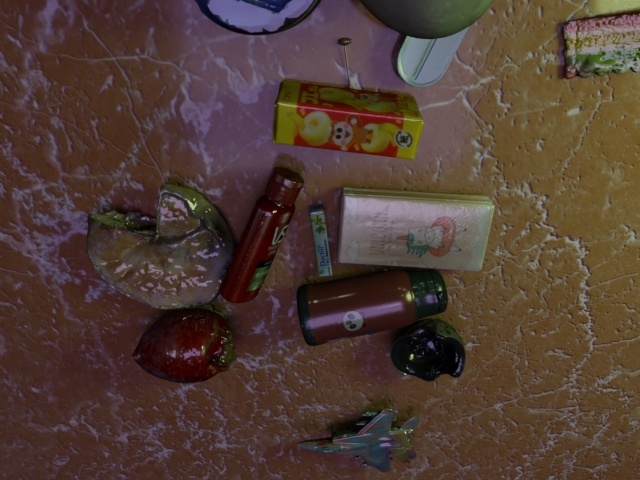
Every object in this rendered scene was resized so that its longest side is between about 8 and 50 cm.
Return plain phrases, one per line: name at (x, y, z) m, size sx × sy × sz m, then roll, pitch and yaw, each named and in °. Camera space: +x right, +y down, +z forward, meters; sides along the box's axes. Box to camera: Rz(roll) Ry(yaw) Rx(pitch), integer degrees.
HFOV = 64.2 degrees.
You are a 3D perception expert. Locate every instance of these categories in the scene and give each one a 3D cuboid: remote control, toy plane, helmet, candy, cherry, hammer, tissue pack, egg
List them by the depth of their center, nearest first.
egg at (0.150, -0.482, 0.797) m, size 0.258 × 0.258 × 0.352 m, roll -22°, pitch 81°, yaw 10°
remote control at (0.225, -0.411, 0.962) m, size 0.104 × 0.052 × 0.247 m, roll 23°, pitch 112°, yaw -11°
candy at (0.050, -0.236, 0.990) m, size 0.276 × 0.146 × 0.088 m, roll 6°, pitch 125°, yaw -4°
hammer at (0.055, -0.340, 1.019) m, size 0.029 × 0.014 × 0.123 m, roll -1°, pitch 118°, yaw 15°
tissue pack at (0.202, -0.024, 1.131) m, size 0.325 × 0.071 × 0.170 m, roll 4°, pitch 117°, yaw -2°
cherry at (-0.326, 0.252, 1.201) m, size 0.250 × 0.192 × 0.175 m, roll -11°, pitch 86°, yaw 8°
helmet at (0.264, 0.253, 1.242) m, size 0.177 × 0.107 × 0.153 m, roll -13°, pitch 118°, yaw 27°
toy plane at (0.100, 0.535, 1.373) m, size 0.326 × 0.104 × 0.223 m, roll 1°, pitch 114°, yaw 4°

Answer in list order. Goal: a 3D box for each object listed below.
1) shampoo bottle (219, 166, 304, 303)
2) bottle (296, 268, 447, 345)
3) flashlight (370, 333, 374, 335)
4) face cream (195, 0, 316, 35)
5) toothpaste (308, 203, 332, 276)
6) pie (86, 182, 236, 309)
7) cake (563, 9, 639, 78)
shampoo bottle at (-0.127, -0.007, 1.119) m, size 0.076 × 0.118 × 0.314 m, roll 35°, pitch 114°, yaw 21°
bottle at (0.121, 0.147, 1.171) m, size 0.336 × 0.144 × 0.144 m, roll -10°, pitch 114°, yaw 4°
flashlight at (0.081, 0.206, 1.250) m, size 0.129 × 0.051 × 0.051 m, roll 1°, pitch 115°, yaw 3°
face cream at (-0.100, -0.474, 0.844) m, size 0.249 × 0.225 × 0.249 m, roll 0°, pitch 114°, yaw -1°
toothpaste at (0.000, 0.000, 1.157) m, size 0.034 × 0.046 × 0.164 m, roll -8°, pitch 114°, yaw 0°
pie at (-0.357, 0.029, 1.160) m, size 0.337 × 0.075 × 0.337 m, roll -1°, pitch 119°, yaw -2°
cake at (0.587, -0.382, 0.982) m, size 0.225 × 0.090 × 0.109 m, roll 1°, pitch 118°, yaw 21°
